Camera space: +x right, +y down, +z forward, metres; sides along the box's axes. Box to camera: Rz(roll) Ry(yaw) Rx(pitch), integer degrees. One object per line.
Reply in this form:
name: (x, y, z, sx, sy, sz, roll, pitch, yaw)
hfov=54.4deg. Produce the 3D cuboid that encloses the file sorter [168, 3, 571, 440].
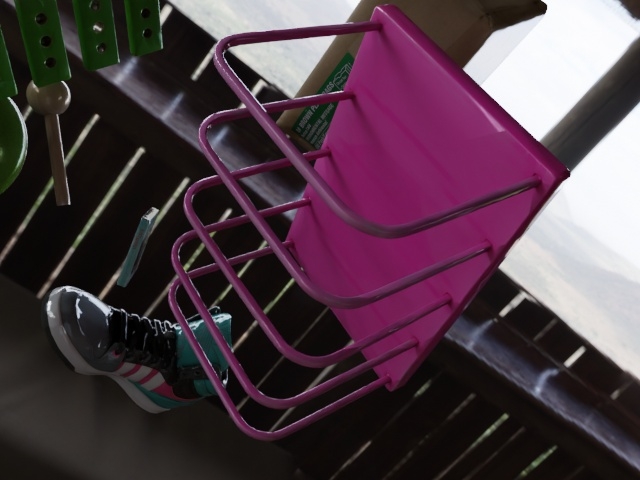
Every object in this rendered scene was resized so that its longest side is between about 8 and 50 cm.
file sorter: (0.000, 0.000, 0.503, 0.182, 0.291, 0.202, -18, 58, -34)

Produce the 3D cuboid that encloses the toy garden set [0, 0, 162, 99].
toy garden set: (-0.305, -0.292, 0.715, 0.049, 0.204, 0.244, 36, 49, 29)

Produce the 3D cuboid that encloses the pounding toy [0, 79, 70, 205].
pounding toy: (-0.426, -0.130, 0.740, 0.236, 0.183, 0.110, -1, -4, -18)

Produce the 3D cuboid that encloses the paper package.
paper package: (0.137, -0.260, 0.926, 0.168, 0.325, 0.309, 47, 38, 6)

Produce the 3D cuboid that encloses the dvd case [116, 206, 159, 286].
dvd case: (-0.229, 0.005, 0.789, 0.013, 0.087, 0.119, 21, 4, -13)

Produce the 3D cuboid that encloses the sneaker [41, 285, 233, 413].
sneaker: (-0.208, 0.136, 0.823, 0.296, 0.178, 0.124, 59, 17, -52)
